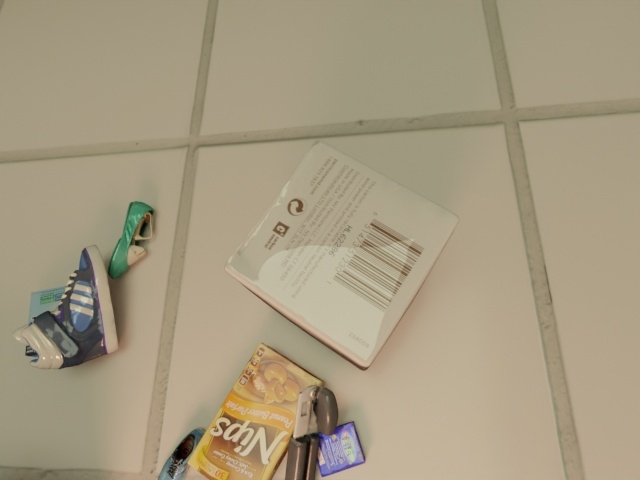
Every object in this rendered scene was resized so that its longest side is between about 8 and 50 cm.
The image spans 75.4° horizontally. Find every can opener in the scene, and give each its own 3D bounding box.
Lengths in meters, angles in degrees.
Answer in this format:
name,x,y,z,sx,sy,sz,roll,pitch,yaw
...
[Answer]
name,x,y,z,sx,sy,sz,roll,pitch,yaw
can opener,-0.022,0.465,0.918,0.095,0.076,0.283,6,89,47

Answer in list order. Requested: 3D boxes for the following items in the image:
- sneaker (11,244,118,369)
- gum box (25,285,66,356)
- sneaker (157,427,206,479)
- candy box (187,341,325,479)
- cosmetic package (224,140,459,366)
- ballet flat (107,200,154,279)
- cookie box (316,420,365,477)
name,x,y,z,sx,sy,sz,roll,pitch,yaw
sneaker,-0.694,0.179,1.111,0.236,0.130,0.323,-10,75,-28
gum box,-0.761,0.229,1.200,0.157,0.041,0.184,-12,67,3
sneaker,-0.347,0.530,1.002,0.063,0.073,0.162,28,76,17
candy box,-0.147,0.434,0.998,0.183,0.087,0.316,27,75,17
cosmetic package,0.053,0.064,0.934,0.327,0.394,0.329,31,77,14
ballet flat,-0.555,0.000,1.237,0.087,0.083,0.247,11,73,-2
cookie box,0.041,0.489,0.973,0.107,0.040,0.092,-19,67,1
